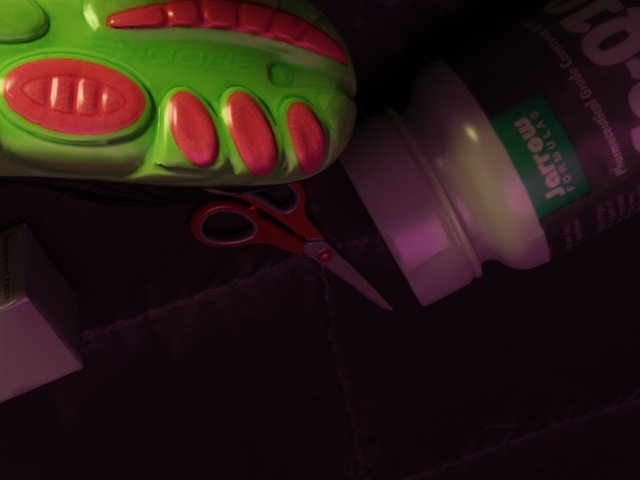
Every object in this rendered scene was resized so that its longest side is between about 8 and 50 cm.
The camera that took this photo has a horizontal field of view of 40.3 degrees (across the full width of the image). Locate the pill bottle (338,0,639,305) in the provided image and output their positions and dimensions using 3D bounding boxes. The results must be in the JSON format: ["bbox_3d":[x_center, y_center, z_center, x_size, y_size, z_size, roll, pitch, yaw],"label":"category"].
[{"bbox_3d":[0.206,-0.101,0.759,0.361,0.204,0.204,-30,134,4],"label":"pill bottle"}]

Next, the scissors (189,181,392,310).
[{"bbox_3d":[0.000,0.000,0.891,0.297,0.021,0.109,24,116,-34],"label":"scissors"}]

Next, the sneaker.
[{"bbox_3d":[-0.222,-0.097,0.588,0.483,0.185,0.202,11,165,-14],"label":"sneaker"}]

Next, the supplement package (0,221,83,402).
[{"bbox_3d":[-0.318,0.082,0.777,0.179,0.105,0.105,-22,133,-2],"label":"supplement package"}]
